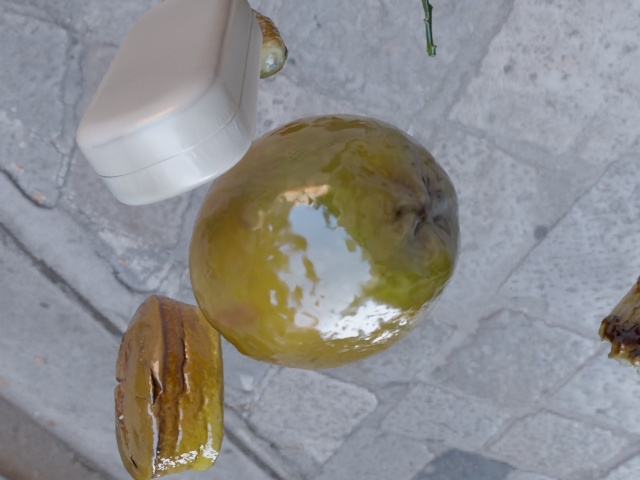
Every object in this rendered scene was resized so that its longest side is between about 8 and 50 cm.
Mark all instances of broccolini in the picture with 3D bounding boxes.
[{"bbox_3d":[0.167,-0.400,1.201,0.054,0.052,0.194,9,132,56],"label":"broccolini"}]

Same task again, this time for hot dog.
[{"bbox_3d":[-0.091,-0.259,0.909,0.066,0.215,0.047,-36,125,4],"label":"hot dog"}]

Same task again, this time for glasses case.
[{"bbox_3d":[-0.077,-0.092,0.411,0.083,0.196,0.050,-20,124,13],"label":"glasses case"}]

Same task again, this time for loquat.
[{"bbox_3d":[0.000,0.000,0.786,0.284,0.276,0.276,-23,130,40],"label":"loquat"}]

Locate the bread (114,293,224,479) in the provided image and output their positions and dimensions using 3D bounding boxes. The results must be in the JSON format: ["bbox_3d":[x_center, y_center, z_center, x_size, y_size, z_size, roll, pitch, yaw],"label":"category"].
[{"bbox_3d":[-0.223,0.209,1.050,0.143,0.269,0.195,7,147,-26],"label":"bread"}]

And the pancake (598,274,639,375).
[{"bbox_3d":[0.350,0.050,0.491,0.266,0.244,0.057,-43,125,12],"label":"pancake"}]
